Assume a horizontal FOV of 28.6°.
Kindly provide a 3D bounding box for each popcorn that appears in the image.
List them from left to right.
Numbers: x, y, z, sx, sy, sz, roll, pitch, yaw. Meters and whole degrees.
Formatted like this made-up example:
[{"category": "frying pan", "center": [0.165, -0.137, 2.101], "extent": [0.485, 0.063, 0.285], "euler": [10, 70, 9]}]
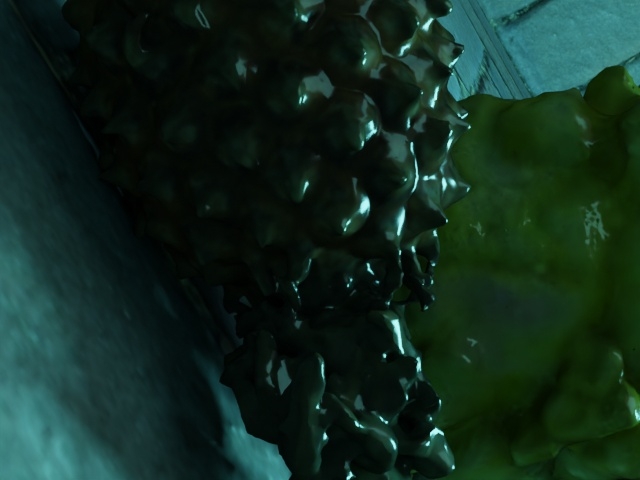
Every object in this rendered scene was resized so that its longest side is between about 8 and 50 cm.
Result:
[{"category": "popcorn", "center": [0.114, 0.029, 0.662], "extent": [0.259, 0.259, 0.212], "euler": [25, 61, -65]}]

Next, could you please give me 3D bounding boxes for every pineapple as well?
[{"category": "pineapple", "center": [0.000, 0.000, 0.522], "extent": [0.175, 0.175, 0.361], "euler": [6, 66, -71]}]
